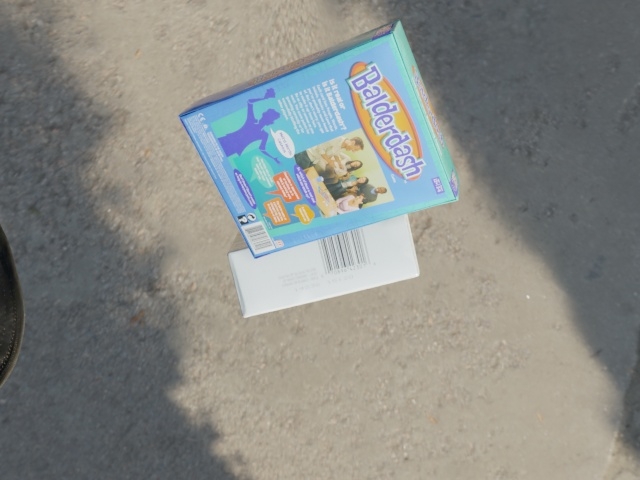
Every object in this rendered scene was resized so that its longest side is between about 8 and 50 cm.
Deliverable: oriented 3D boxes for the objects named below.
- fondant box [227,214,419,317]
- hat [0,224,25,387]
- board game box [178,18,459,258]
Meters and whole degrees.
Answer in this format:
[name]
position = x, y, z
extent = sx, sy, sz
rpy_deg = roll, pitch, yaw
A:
[fondant box]
position = 0.000, 0.000, 1.031
extent = 0.238, 0.330, 0.096
rpy_deg = -13, 100, 1
[hat]
position = -0.406, 0.028, 0.599
extent = 0.331, 0.331, 0.134
rpy_deg = 43, 141, -16
[board game box]
position = 0.001, -0.084, 0.625
extent = 0.210, 0.047, 0.160
rpy_deg = -15, 115, 22
